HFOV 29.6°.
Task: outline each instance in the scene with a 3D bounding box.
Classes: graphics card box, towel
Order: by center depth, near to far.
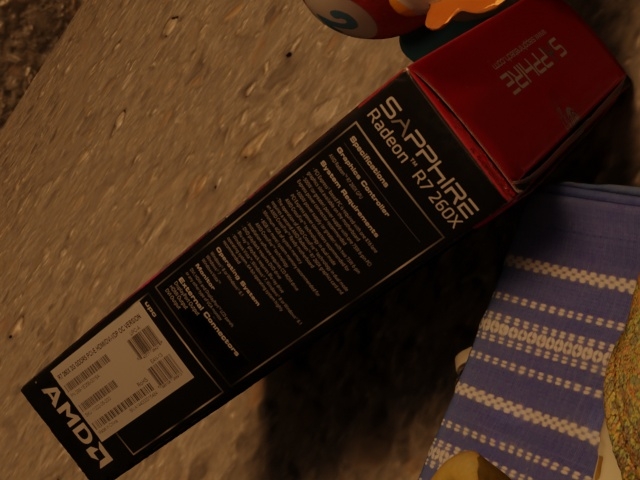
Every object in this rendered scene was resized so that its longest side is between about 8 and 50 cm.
[{"bbox_3d":[0.113,0.132,0.531,0.243,0.040,0.336,13,78,58],"label":"towel"},{"bbox_3d":[0.000,0.000,0.767,0.371,0.094,0.233,-39,0,35],"label":"graphics card box"}]

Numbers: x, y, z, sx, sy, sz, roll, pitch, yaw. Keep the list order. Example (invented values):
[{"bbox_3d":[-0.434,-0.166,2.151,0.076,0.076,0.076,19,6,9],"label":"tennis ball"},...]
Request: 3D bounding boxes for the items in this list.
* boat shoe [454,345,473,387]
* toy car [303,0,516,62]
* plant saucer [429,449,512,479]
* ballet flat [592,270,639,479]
[{"bbox_3d":[0.124,0.066,0.640,0.125,0.046,0.038,-22,55,35],"label":"boat shoe"},{"bbox_3d":[0.075,-0.201,0.826,0.210,0.219,0.238,-46,27,21],"label":"toy car"},{"bbox_3d":[0.058,0.282,0.325,0.332,0.081,0.332,-100,19,-44],"label":"plant saucer"},{"bbox_3d":[0.142,0.128,0.381,0.123,0.123,0.348,-33,55,40],"label":"ballet flat"}]
